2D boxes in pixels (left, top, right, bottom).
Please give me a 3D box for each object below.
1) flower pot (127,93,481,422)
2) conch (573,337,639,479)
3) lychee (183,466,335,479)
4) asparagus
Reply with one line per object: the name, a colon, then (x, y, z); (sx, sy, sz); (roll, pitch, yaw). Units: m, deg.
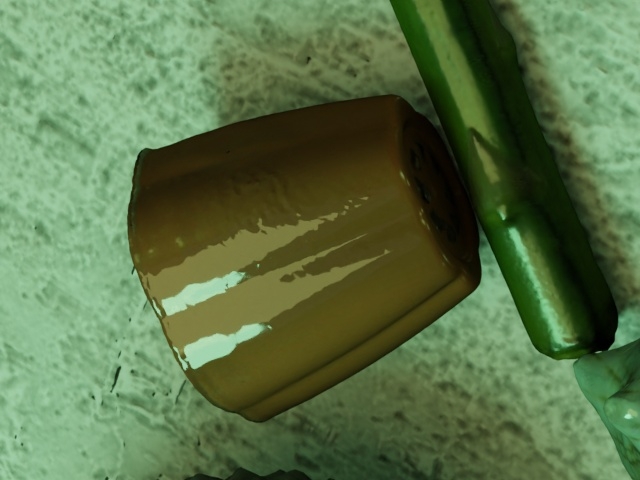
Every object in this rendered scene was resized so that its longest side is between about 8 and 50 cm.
flower pot: (0.000, 0.000, 1.160); (0.173, 0.190, 0.190); (-22, 96, 17)
conch: (0.237, 0.096, 1.059); (0.203, 0.170, 0.386); (15, 104, 47)
lychee: (-0.036, 0.344, 1.168); (0.380, 0.380, 0.432); (-27, 115, 31)
asparagus: (0.109, -0.057, 1.139); (0.060, 0.067, 0.277); (-17, 96, 53)
